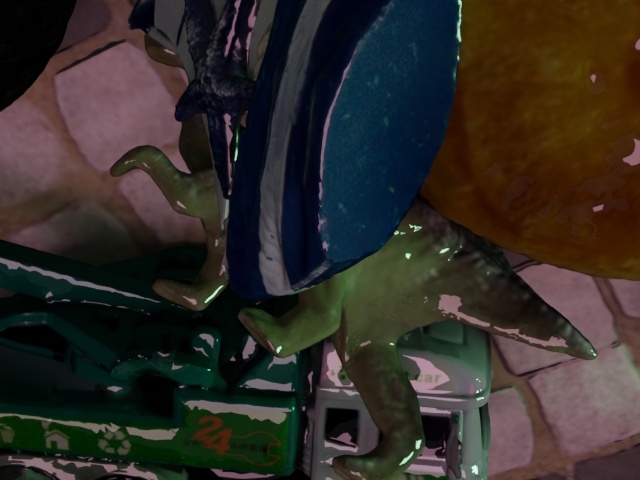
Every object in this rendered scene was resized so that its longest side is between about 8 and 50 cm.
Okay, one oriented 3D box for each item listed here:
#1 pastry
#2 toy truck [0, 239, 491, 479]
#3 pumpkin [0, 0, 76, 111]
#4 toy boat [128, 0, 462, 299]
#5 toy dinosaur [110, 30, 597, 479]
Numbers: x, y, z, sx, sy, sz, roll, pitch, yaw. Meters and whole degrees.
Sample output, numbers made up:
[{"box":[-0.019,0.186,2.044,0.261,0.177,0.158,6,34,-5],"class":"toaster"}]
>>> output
[{"box":[0.180,-0.133,0.651,0.355,0.164,0.356,0,126,0],"class":"pastry"},{"box":[-0.071,0.092,0.837,0.363,0.176,0.178,8,120,1],"class":"toy truck"},{"box":[-0.228,-0.143,0.692,0.211,0.152,0.212,0,140,0],"class":"pumpkin"},{"box":[-0.029,-0.077,0.626,0.070,0.210,0.291,11,173,-30],"class":"toy boat"},{"box":[0.001,-0.004,0.725,0.294,0.162,0.077,46,154,-1],"class":"toy dinosaur"}]
